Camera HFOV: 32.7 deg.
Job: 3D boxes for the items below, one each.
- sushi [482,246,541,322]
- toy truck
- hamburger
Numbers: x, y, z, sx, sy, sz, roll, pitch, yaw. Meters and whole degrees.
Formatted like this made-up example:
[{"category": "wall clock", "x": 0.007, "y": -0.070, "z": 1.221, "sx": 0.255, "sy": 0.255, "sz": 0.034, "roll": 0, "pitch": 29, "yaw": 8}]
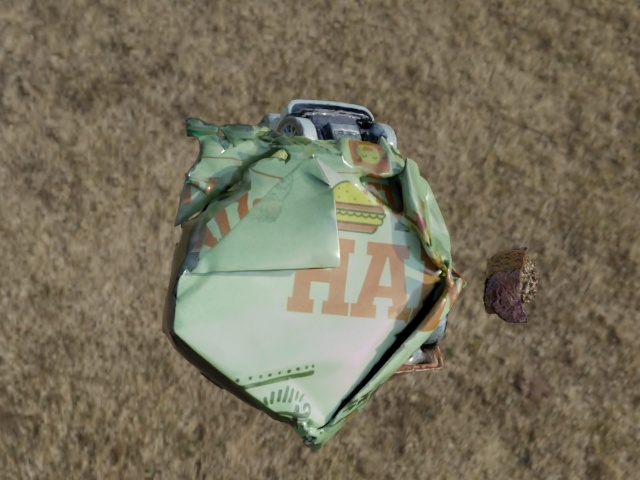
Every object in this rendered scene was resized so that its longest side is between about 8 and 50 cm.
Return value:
[{"category": "sushi", "x": 0.184, "y": 0.039, "z": 1.053, "sx": 0.055, "sy": 0.052, "sz": 0.120, "roll": 0, "pitch": 13, "yaw": 9}, {"category": "toy truck", "x": 0.000, "y": 0.000, "z": 1.172, "sx": 0.133, "sy": 0.184, "sz": 0.338, "roll": 0, "pitch": 67, "yaw": -38}, {"category": "hamburger", "x": -0.021, "y": 0.009, "z": 0.785, "sx": 0.235, "sy": 0.125, "sz": 0.214, "roll": 38, "pitch": 82, "yaw": -8}]
